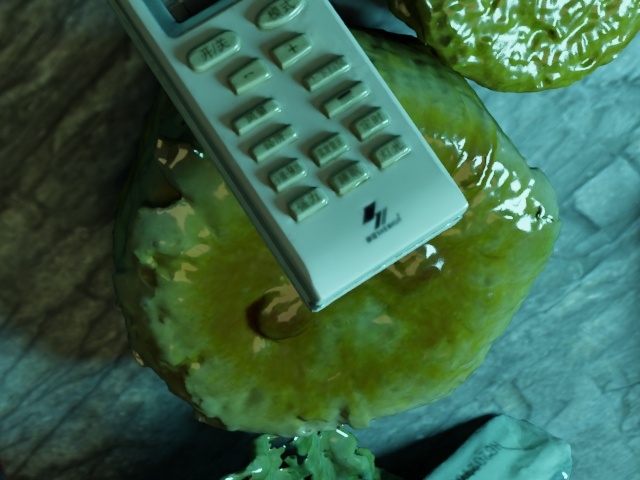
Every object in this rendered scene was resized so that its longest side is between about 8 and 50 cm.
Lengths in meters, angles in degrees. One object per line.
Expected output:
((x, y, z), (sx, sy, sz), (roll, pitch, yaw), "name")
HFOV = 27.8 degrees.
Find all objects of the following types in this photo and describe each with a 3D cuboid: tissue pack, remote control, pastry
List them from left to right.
((-0.036, -0.103, 0.736), (0.103, 0.277, 0.055), (-32, 172, -10), "remote control")
((0.000, 0.000, 0.895), (0.330, 0.136, 0.329), (-8, 127, -11), "pastry")
((0.115, 0.336, 1.149), (0.228, 0.103, 0.315), (-34, 140, -40), "tissue pack")
((0.126, -0.188, 0.808), (0.189, 0.103, 0.188), (-11, 122, -18), "pastry")

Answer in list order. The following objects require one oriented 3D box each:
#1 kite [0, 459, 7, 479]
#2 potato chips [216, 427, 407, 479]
((-0.308, 0.209, 1.032), (0.183, 0.010, 0.160), (28, 113, -33), "kite")
((-0.079, 0.312, 1.057), (0.373, 0.097, 0.389), (-45, 146, 7), "potato chips")
